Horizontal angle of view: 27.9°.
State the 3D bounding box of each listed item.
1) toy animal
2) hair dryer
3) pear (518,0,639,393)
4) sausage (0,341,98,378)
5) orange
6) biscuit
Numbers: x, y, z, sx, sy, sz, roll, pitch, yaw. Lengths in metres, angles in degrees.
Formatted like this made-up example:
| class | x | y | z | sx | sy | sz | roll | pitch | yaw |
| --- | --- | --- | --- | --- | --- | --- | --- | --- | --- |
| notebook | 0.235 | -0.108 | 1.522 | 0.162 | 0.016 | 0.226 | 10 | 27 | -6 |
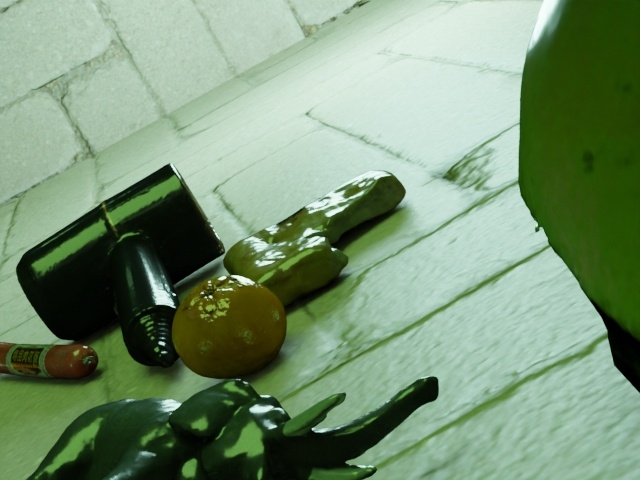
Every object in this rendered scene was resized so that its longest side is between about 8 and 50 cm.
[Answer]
| class | x | y | z | sx | sy | sz | roll | pitch | yaw |
| --- | --- | --- | --- | --- | --- | --- | --- | --- | --- |
| toy animal | -0.072 | 0.130 | 0.677 | 0.269 | 0.082 | 0.137 | -17 | 19 | 40 |
| hair dryer | -0.174 | 0.050 | 1.138 | 0.189 | 0.107 | 0.352 | -31 | 20 | -1 |
| pear | 0.244 | -0.107 | 0.509 | 0.399 | 0.165 | 0.399 | -21 | 33 | 14 |
| sausage | -0.264 | 0.111 | 1.199 | 0.034 | 0.034 | 0.253 | -37 | 17 | -31 |
| orange | -0.066 | 0.062 | 0.927 | 0.083 | 0.070 | 0.083 | -24 | 19 | 9 |
| biscuit | 0.000 | 0.000 | 1.083 | 0.174 | 0.039 | 0.183 | -26 | 15 | 0 |
